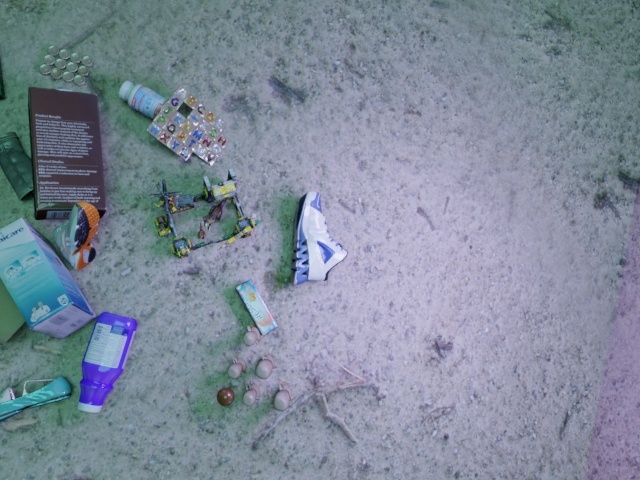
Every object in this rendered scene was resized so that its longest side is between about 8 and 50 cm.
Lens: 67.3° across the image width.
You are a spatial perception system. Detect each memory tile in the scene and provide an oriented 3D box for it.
[{"bbox_3d":[-0.851,-0.585,1.610,0.147,0.012,0.113,16,76,-11],"label":"memory tile"}]

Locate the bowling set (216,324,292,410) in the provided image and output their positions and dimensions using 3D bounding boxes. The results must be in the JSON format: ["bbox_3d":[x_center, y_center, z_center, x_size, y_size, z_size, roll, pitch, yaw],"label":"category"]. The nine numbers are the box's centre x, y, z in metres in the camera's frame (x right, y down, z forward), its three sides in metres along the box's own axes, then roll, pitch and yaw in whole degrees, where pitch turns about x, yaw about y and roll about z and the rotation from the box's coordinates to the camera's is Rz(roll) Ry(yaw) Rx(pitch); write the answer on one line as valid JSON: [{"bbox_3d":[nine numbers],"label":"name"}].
[{"bbox_3d":[-0.230,0.427,1.516,0.199,0.154,0.287,-24,87,2],"label":"bowling set"}]

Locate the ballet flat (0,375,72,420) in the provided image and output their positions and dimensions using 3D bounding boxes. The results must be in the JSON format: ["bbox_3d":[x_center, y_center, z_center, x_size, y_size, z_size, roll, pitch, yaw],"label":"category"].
[{"bbox_3d":[-0.849,0.450,1.368,0.247,0.083,0.087,-16,77,-30],"label":"ballet flat"}]

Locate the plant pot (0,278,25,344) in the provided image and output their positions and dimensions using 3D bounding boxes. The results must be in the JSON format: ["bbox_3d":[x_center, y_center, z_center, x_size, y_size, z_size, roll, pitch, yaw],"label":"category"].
[{"bbox_3d":[-0.958,0.160,1.340,0.274,0.256,0.256,43,73,-18],"label":"plant pot"}]

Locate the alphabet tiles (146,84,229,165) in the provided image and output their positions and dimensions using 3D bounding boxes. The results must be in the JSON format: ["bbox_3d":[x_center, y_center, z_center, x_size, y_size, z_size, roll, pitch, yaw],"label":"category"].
[{"bbox_3d":[-0.432,-0.371,1.624,0.237,0.009,0.198,38,72,-27],"label":"alphabet tiles"}]

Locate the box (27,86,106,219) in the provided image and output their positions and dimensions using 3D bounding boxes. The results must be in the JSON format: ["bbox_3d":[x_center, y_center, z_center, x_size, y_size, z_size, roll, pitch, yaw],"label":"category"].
[{"bbox_3d":[-0.781,-0.259,1.476,0.191,0.143,0.382,-2,80,-33],"label":"box"}]

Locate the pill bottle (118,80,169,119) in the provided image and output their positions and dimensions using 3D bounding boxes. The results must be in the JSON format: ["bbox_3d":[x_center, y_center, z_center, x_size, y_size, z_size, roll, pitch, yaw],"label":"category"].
[{"bbox_3d":[-0.585,-0.467,1.611,0.160,0.087,0.087,27,75,-6],"label":"pill bottle"}]

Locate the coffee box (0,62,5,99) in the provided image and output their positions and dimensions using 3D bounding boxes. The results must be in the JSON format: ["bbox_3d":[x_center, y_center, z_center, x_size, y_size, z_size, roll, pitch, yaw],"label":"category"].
[{"bbox_3d":[-1.082,-0.538,1.531,0.113,0.040,0.184,-9,82,-15],"label":"coffee box"}]

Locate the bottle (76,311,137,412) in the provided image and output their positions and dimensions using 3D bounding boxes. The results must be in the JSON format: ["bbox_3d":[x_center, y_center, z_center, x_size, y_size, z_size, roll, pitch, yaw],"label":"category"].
[{"bbox_3d":[-0.645,0.362,1.436,0.118,0.092,0.283,14,77,-4],"label":"bottle"}]

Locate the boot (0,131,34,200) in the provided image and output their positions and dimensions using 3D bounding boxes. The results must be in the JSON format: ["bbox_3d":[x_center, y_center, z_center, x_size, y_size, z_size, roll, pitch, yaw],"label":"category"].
[{"bbox_3d":[-0.972,-0.213,1.488,0.189,0.076,0.209,-30,94,-15],"label":"boot"}]

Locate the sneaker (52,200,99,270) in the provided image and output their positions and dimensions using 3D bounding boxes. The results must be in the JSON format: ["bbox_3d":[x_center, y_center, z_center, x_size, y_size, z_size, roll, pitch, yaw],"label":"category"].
[{"bbox_3d":[-0.737,-0.025,1.418,0.121,0.262,0.099,31,38,3],"label":"sneaker"}]

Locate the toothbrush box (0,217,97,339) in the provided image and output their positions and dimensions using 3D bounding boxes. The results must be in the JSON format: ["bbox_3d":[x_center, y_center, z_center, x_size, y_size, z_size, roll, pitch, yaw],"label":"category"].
[{"bbox_3d":[-0.791,0.115,1.363,0.126,0.216,0.296,-35,78,-17],"label":"toothbrush box"}]

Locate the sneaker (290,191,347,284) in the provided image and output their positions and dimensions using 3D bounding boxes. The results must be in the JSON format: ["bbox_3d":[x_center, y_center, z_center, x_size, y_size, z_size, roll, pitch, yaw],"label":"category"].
[{"bbox_3d":[0.000,0.001,1.652,0.182,0.127,0.316,6,85,-16],"label":"sneaker"}]

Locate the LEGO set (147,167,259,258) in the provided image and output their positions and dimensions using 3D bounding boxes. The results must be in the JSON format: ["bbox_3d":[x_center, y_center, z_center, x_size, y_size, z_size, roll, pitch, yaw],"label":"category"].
[{"bbox_3d":[-0.365,-0.088,1.536,0.331,0.192,0.255,-11,82,-15],"label":"LEGO set"}]

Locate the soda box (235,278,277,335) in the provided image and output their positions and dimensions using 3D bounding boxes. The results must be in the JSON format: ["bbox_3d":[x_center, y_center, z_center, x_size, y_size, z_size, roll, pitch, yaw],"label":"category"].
[{"bbox_3d":[-0.212,0.221,1.580,0.058,0.063,0.183,-30,87,-17],"label":"soda box"}]
